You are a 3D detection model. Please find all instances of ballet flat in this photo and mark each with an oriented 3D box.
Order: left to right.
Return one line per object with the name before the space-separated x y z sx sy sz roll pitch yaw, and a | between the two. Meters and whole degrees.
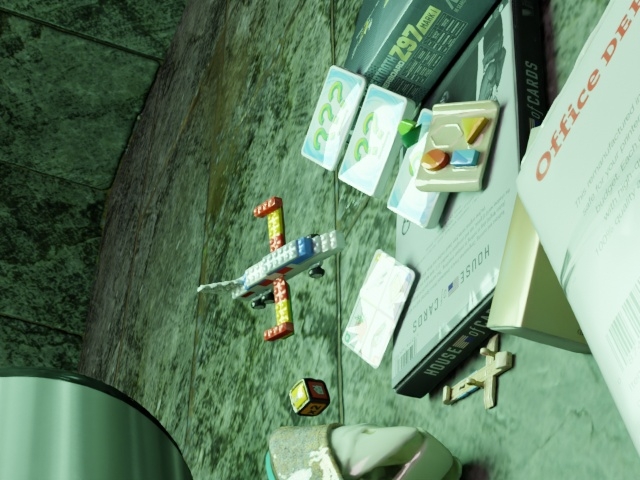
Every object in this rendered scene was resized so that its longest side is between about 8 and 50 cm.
ballet flat | 0.049 0.176 0.717 0.106 0.107 0.316 -50 26 8

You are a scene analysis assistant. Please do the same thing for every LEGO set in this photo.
LEGO set | 0.000 0.000 0.889 0.182 0.060 0.244 35 109 51

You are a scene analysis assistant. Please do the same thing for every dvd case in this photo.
dvd case | 0.101 -0.033 0.834 0.179 0.029 0.238 126 154 -49

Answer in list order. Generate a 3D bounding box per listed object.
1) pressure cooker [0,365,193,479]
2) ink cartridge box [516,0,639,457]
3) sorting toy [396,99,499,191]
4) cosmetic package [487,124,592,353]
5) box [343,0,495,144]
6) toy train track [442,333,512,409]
pressure cooker | -0.275 0.366 1.051 0.375 0.370 0.420 -34 29 9
ink cartridge box | 0.172 -0.019 0.467 0.219 0.092 0.160 -99 30 -56
sorting toy | 0.079 -0.063 0.803 0.083 0.012 0.062 2 75 46
cosmetic package | 0.134 -0.001 0.638 0.041 0.060 0.115 166 118 -71
box | 0.087 -0.203 0.952 0.232 0.059 0.183 126 163 -52
toy train track | 0.095 0.087 0.761 0.083 0.014 0.048 132 150 -57
